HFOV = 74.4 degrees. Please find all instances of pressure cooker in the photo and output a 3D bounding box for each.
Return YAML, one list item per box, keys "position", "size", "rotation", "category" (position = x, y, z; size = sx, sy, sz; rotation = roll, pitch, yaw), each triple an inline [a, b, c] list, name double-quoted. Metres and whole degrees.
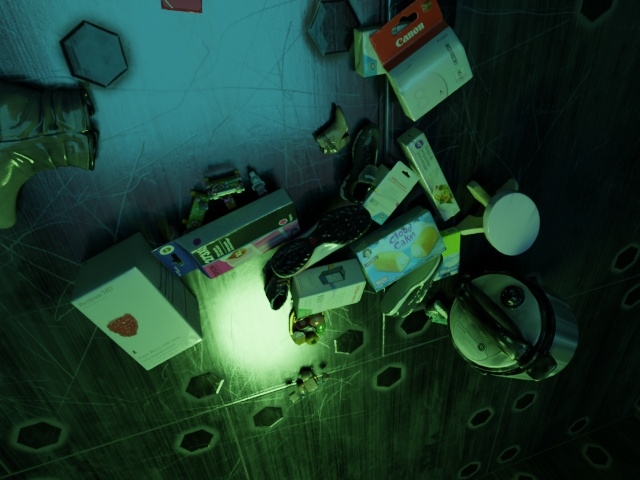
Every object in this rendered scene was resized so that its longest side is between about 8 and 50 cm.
- position: [0.661, 0.294, 1.496]
  size: [0.420, 0.369, 0.376]
  rotation: [21, 72, -42]
  category: "pressure cooker"

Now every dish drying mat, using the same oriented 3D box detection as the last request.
- position: [-0.291, -0.498, 0.885]
  size: [0.083, 0.008, 0.032]
  rotation: [-4, 120, -19]
  category: "dish drying mat"

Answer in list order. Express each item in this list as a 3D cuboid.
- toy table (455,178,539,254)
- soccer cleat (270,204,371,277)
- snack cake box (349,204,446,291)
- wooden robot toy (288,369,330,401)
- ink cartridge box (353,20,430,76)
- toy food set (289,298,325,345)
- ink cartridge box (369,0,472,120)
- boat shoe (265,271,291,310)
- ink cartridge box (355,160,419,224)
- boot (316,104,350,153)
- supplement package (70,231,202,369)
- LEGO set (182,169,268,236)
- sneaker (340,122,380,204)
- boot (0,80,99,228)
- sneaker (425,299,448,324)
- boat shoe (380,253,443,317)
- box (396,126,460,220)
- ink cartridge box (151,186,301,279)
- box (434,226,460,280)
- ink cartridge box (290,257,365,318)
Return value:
- position: [0.586, -0.086, 1.383]
  size: [0.252, 0.161, 0.274]
  rotation: [-33, 127, 0]
  category: "toy table"
- position: [0.000, 0.000, 1.213]
  size: [0.318, 0.116, 0.109]
  rotation: [-33, 88, -6]
  category: "soccer cleat"
- position: [0.245, 0.022, 1.338]
  size: [0.264, 0.089, 0.152]
  rotation: [-31, 110, -2]
  category: "snack cake box"
- position: [-0.053, 0.524, 1.580]
  size: [0.173, 0.076, 0.079]
  rotation: [-32, 91, 0]
  category: "wooden robot toy"
- position: [0.177, -0.479, 1.046]
  size: [0.179, 0.060, 0.104]
  rotation: [-15, 125, -12]
  category: "ink cartridge box"
- position: [-0.037, 0.281, 1.419]
  size: [0.128, 0.071, 0.218]
  rotation: [-9, 122, -16]
  category: "toy food set"
- position: [0.250, -0.442, 1.027]
  size: [0.189, 0.066, 0.232]
  rotation: [-37, 132, 4]
  category: "ink cartridge box"
- position: [-0.114, 0.124, 1.285]
  size: [0.065, 0.083, 0.184]
  rotation: [10, 115, -26]
  category: "boat shoe"
- position: [0.193, -0.150, 1.251]
  size: [0.104, 0.062, 0.181]
  rotation: [30, 106, -33]
  category: "ink cartridge box"
- position: [0.030, -0.287, 1.118]
  size: [0.086, 0.042, 0.119]
  rotation: [-24, 125, -4]
  category: "boot"
- position: [-0.470, 0.163, 1.114]
  size: [0.177, 0.175, 0.293]
  rotation: [-29, 125, -1]
  category: "supplement package"
- position: [-0.270, -0.080, 1.078]
  size: [0.287, 0.107, 0.132]
  rotation: [-37, 120, 0]
  category: "LEGO set"
- position: [0.126, -0.201, 1.167]
  size: [0.078, 0.106, 0.235]
  rotation: [6, 117, -25]
  category: "sneaker"
- position: [-0.604, -0.165, 0.907]
  size: [0.222, 0.118, 0.339]
  rotation: [2, 123, -28]
  category: "boot"
- position: [0.461, 0.294, 1.637]
  size: [0.076, 0.065, 0.166]
  rotation: [-31, 124, 19]
  category: "sneaker"
- position: [0.330, 0.150, 1.465]
  size: [0.091, 0.114, 0.303]
  rotation: [21, 122, -29]
  category: "boat shoe"
- position: [0.332, -0.193, 1.278]
  size: [0.063, 0.067, 0.324]
  rotation: [-37, 125, 2]
  category: "box"
- position: [-0.235, 0.002, 1.123]
  size: [0.370, 0.069, 0.176]
  rotation: [-25, 153, -8]
  category: "ink cartridge box"
- position: [0.432, 0.048, 1.476]
  size: [0.108, 0.042, 0.178]
  rotation: [-17, 124, -10]
  category: "box"
- position: [0.021, 0.151, 1.320]
  size: [0.212, 0.093, 0.154]
  rotation: [-11, 149, -13]
  category: "ink cartridge box"
